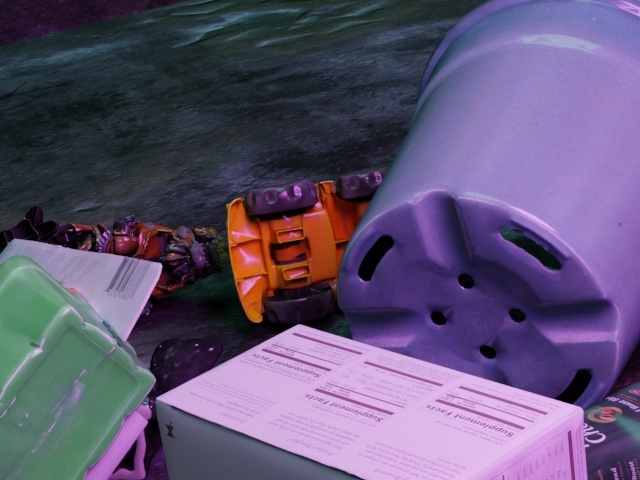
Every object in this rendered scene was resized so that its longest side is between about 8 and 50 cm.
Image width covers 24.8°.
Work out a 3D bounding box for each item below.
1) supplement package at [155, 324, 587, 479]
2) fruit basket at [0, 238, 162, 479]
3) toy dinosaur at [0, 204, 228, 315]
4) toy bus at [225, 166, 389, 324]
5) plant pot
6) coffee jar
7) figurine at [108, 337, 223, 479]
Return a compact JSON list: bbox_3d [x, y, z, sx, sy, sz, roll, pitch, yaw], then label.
[{"bbox_3d":[0.037,0.199,0.986,0.145,0.204,0.262,-24,25,-38],"label":"supplement package"},{"bbox_3d":[-0.296,0.144,1.273,0.327,0.165,0.353,-55,24,-17],"label":"fruit basket"},{"bbox_3d":[-0.268,0.045,1.659,0.322,0.164,0.218,-30,-5,27],"label":"toy dinosaur"},{"bbox_3d":[0.000,0.000,1.633,0.220,0.149,0.211,-11,5,-8],"label":"toy bus"},{"bbox_3d":[0.193,-0.014,1.338,0.341,0.341,0.334,1,32,26],"label":"plant pot"},{"bbox_3d":[0.207,0.180,1.133,0.184,0.079,0.096,-21,24,-25],"label":"coffee jar"},{"bbox_3d":[-0.091,0.140,1.369,0.214,0.092,0.209,-2,18,16],"label":"figurine"}]
